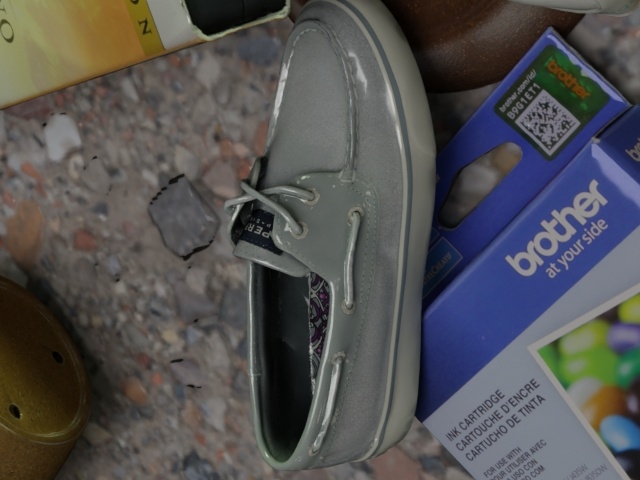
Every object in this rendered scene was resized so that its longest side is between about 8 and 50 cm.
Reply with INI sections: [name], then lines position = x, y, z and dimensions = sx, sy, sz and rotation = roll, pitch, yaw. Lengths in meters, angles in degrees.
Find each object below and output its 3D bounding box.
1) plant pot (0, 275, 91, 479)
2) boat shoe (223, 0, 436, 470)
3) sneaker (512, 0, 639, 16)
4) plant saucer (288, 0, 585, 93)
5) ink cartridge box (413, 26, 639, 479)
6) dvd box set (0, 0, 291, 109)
[plant pot]
position = -0.271, 0.132, 0.789
dimensions = 0.254, 0.237, 0.237
rotation = -36, 89, 20
[boat shoe]
position = -0.001, 0.000, 0.589
dimensions = 0.079, 0.081, 0.228
rotation = 12, 109, 46
[sneaker]
position = 0.042, -0.146, 0.526
dimensions = 0.080, 0.094, 0.212
rotation = -53, 55, 12
[plant saucer]
position = 0.039, -0.161, 0.586
dimensions = 0.198, 0.036, 0.199
rotation = 11, 113, 27
[ink cartridge box]
position = 0.152, 0.075, 0.592
dimensions = 0.311, 0.065, 0.186
rotation = 48, 130, 8
[dvd box set]
position = -0.213, -0.205, 0.634
dimensions = 0.420, 0.062, 0.308
rotation = -6, 107, 48
